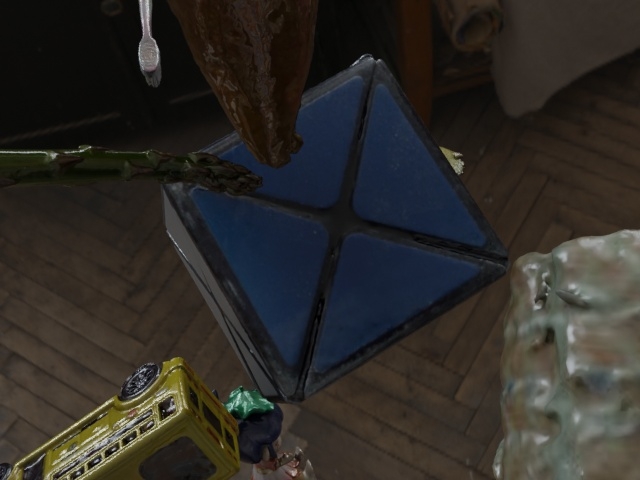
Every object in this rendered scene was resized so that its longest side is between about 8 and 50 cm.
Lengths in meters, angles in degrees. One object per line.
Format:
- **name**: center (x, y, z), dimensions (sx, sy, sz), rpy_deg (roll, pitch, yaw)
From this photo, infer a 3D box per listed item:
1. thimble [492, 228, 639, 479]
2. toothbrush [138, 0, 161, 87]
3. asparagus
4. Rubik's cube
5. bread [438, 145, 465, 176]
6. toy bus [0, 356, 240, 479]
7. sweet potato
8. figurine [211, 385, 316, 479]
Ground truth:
- **thimble**: center (0.202, 0.080, 0.478), dimensions (0.229, 0.196, 0.148), rpy_deg (6, 72, -11)
- **toothbrush**: center (-0.210, -0.298, 1.111), dimensions (0.025, 0.029, 0.307), rpy_deg (-9, 55, -3)
- **asparagus**: center (-0.127, -0.033, 0.453), dimensions (0.248, 0.025, 0.024), rpy_deg (-4, 37, -43)
- **Rubik's cube**: center (0.000, 0.000, 0.964), dimensions (0.259, 0.255, 0.260), rpy_deg (-28, 86, -13)
- **bread**: center (0.164, -0.098, 1.590), dimensions (0.160, 0.169, 0.140), rpy_deg (3, 21, 6)
- **toy bus**: center (-0.262, 0.292, 1.104), dimensions (0.331, 0.145, 0.151), rpy_deg (-35, 25, 2)
- **sweet potato**: center (-0.057, -0.205, 0.508), dimensions (0.131, 0.336, 0.131), rpy_deg (-4, 19, 1)
- **figurine**: center (-0.084, 0.291, 1.318), dimensions (0.102, 0.195, 0.111), rpy_deg (-31, 29, -13)
